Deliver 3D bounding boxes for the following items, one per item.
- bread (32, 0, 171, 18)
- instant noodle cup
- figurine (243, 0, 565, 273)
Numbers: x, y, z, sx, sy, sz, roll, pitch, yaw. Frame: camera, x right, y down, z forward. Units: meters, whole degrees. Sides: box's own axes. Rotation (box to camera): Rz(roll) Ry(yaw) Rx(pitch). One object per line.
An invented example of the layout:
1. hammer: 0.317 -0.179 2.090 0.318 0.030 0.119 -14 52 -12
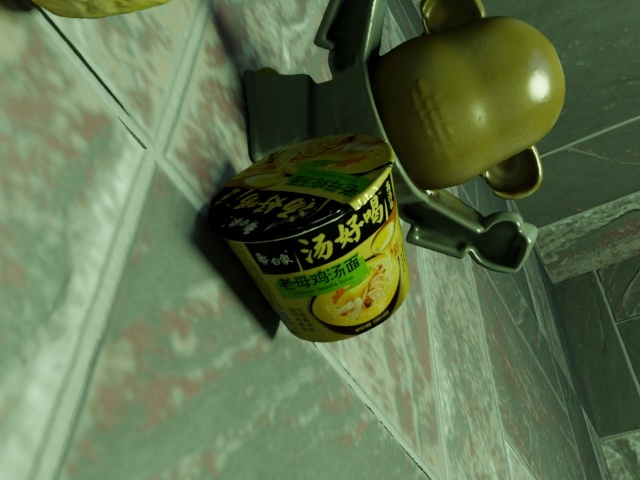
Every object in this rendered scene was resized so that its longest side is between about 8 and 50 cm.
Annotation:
1. bread: -0.133 -0.230 0.400 0.170 0.197 0.197 42 32 -60
2. instant noodle cup: 0.000 0.000 0.588 0.151 0.152 0.122 -81 155 -55
3. figurine: 0.088 -0.113 0.705 0.342 0.285 0.167 53 27 -32
